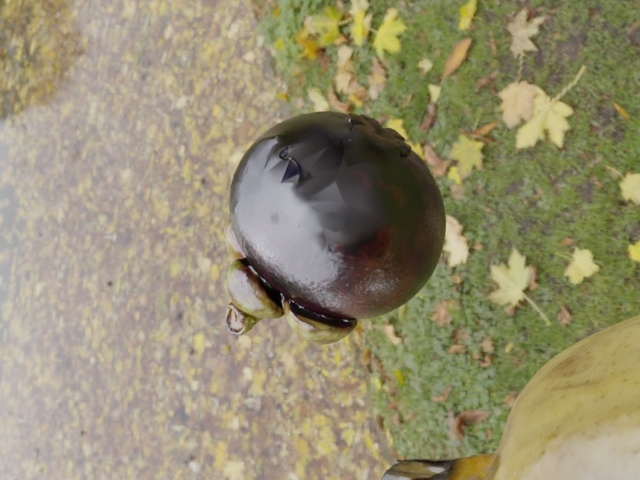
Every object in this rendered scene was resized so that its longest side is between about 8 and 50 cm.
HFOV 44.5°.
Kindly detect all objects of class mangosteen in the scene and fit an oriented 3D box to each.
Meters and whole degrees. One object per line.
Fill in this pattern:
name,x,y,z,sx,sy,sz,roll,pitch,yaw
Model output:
mangosteen,0.000,0.000,0.692,0.230,0.194,0.194,-57,45,18

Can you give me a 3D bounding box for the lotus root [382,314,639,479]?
lotus root,0.169,0.120,0.379,0.310,0.183,0.182,-20,66,24
